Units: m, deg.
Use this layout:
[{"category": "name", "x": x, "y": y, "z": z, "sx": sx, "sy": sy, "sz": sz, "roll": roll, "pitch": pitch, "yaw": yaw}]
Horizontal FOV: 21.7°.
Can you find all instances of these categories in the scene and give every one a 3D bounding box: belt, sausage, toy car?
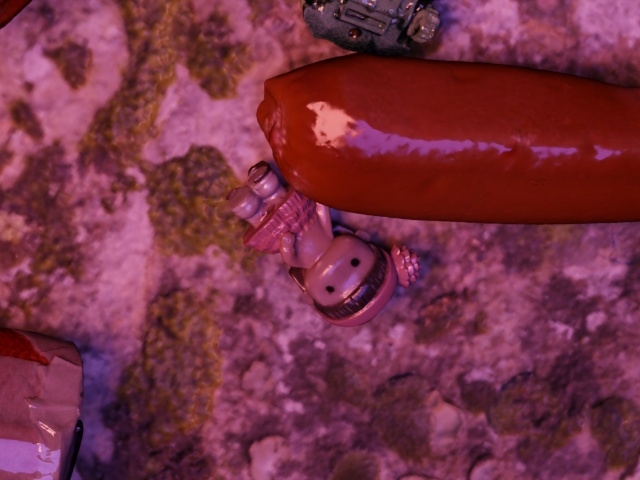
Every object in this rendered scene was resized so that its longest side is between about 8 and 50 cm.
[{"category": "belt", "x": -0.212, "y": 0.146, "z": 1.028, "sx": 0.124, "sy": 0.128, "sz": 0.201, "roll": 14, "pitch": 110, "yaw": -17}, {"category": "sausage", "x": 0.133, "y": -0.057, "z": 1.038, "sx": 0.348, "sy": 0.097, "sz": 0.094, "roll": 4, "pitch": 68, "yaw": -12}, {"category": "toy car", "x": 0.055, "y": -0.196, "z": 0.997, "sx": 0.093, "sy": 0.058, "sz": 0.186, "roll": 19, "pitch": 117, "yaw": -17}]

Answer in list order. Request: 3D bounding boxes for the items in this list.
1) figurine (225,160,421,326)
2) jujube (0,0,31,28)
[{"category": "figurine", "x": 0.000, "y": 0.000, "z": 1.064, "sx": 0.129, "sy": 0.054, "sz": 0.072, "roll": 43, "pitch": 82, "yaw": -15}, {"category": "jujube", "x": -0.235, "y": -0.210, "z": 0.865, "sx": 0.183, "sy": 0.183, "sz": 0.243, "roll": -27, "pitch": 124, "yaw": -1}]
